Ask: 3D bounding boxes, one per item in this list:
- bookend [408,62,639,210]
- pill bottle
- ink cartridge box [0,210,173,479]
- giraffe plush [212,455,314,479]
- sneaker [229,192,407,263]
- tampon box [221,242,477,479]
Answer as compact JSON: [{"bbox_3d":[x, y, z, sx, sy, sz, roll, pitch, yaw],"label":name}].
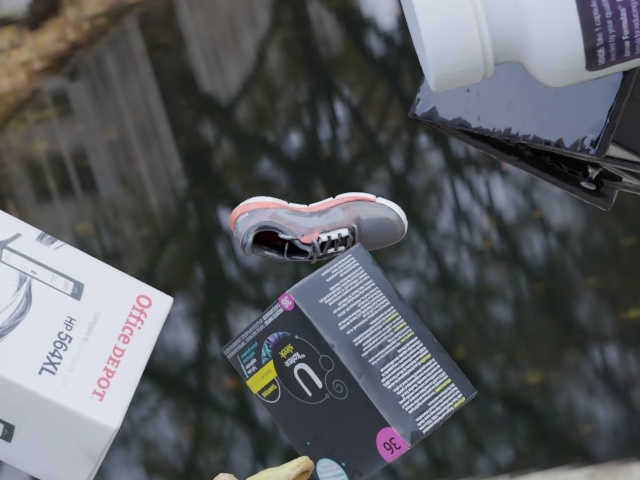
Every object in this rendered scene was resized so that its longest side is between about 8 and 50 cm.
[{"bbox_3d":[0.159,-0.062,1.015,0.157,0.072,0.156,22,-2,-35],"label":"bookend"},{"bbox_3d":[0.131,-0.130,0.843,0.193,0.108,0.108,-17,19,0],"label":"pill bottle"},{"bbox_3d":[-0.222,0.065,1.337,0.203,0.086,0.148,26,39,-6],"label":"ink cartridge box"},{"bbox_3d":[-0.034,0.213,1.155,0.210,0.170,0.181,19,60,21],"label":"giraffe plush"},{"bbox_3d":[0.000,0.000,1.691,0.158,0.061,0.065,-2,36,-4],"label":"sneaker"},{"bbox_3d":[0.023,0.109,1.587,0.101,0.161,0.120,-33,-7,-42],"label":"tampon box"}]
